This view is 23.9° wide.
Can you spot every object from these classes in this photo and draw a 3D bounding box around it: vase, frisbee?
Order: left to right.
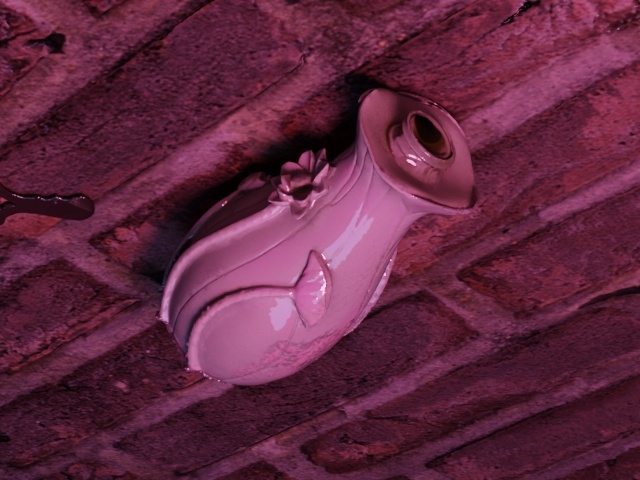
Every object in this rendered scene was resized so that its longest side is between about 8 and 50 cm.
[{"bbox_3d":[-0.415,-0.062,1.976,0.211,0.012,0.187,-11,140,15],"label":"frisbee"},{"bbox_3d":[0.000,0.000,1.883,0.250,0.250,0.445,25,132,-28],"label":"vase"}]
